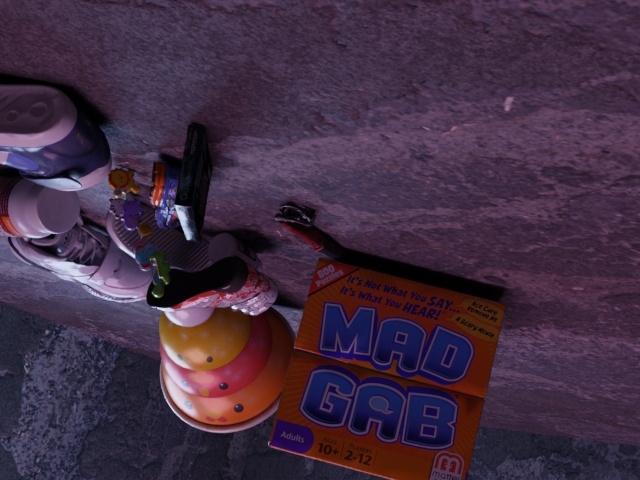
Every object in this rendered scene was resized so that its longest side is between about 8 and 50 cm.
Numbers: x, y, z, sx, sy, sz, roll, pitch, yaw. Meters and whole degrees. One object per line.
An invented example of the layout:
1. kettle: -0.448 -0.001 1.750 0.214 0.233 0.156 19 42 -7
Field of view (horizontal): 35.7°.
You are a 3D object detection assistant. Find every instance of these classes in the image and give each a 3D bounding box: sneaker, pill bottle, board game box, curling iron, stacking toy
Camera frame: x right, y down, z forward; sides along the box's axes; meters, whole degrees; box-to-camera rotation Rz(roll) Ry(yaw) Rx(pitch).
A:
1. sneaker: -0.483 -0.150 1.537 0.323 0.130 0.236 6 158 13
2. pill bottle: -0.167 0.035 1.984 0.067 0.067 0.120 6 161 32
3. board game box: -0.190 -0.083 1.497 0.026 0.126 0.186 7 164 0
4. curling iron: 0.000 0.000 1.763 0.068 0.035 0.274 7 162 28
5. board game box: 0.129 0.276 1.944 0.357 0.356 0.356 14 169 5
6. sneaker: -0.211 0.108 1.964 0.270 0.090 0.145 -15 148 37
7. sneaker: -0.237 -0.068 1.686 0.087 0.083 0.221 6 168 -2
8. stacking toy: -0.326 -0.007 1.779 0.052 0.221 0.167 -21 172 -15
9. sneaker: -0.510 0.030 2.161 0.366 0.137 0.210 21 166 -7
10. stacking toy: -0.262 0.206 2.257 0.351 0.350 0.480 10 154 18
11. pill bottle: -0.577 -0.066 1.934 0.221 0.121 0.121 3 160 40
12. sneaker: -0.365 0.001 2.006 0.161 0.102 0.282 8 163 35
